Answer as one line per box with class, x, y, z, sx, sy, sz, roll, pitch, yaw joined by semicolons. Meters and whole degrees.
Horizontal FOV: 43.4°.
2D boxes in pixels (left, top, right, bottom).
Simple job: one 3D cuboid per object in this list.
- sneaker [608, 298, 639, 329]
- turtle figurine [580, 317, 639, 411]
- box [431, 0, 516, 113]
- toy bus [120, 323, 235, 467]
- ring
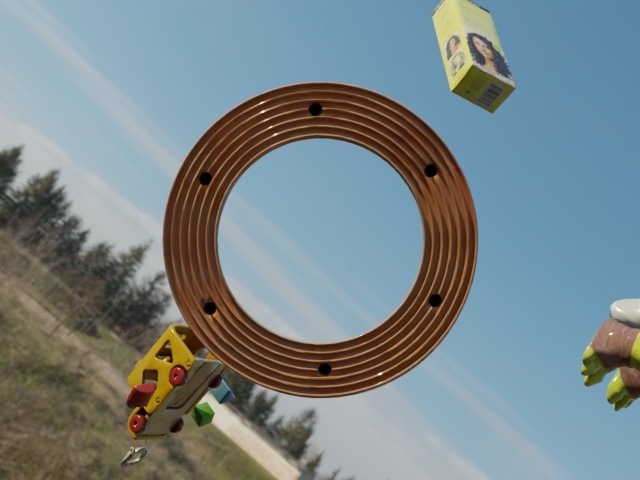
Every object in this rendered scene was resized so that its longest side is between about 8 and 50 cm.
sneaker;0.625;0.120;1.405;0.229;0.087;0.092;3;-60;16
turtle figurine;0.311;0.118;0.592;0.217;0.087;0.270;17;-2;44
box;0.236;-0.301;1.261;0.087;0.232;0.058;22;-51;-23
toy bus;-0.241;0.221;1.232;0.104;0.202;0.191;48;-32;30
ring;0.000;0.000;0.864;0.337;0.336;0.032;41;0;0
